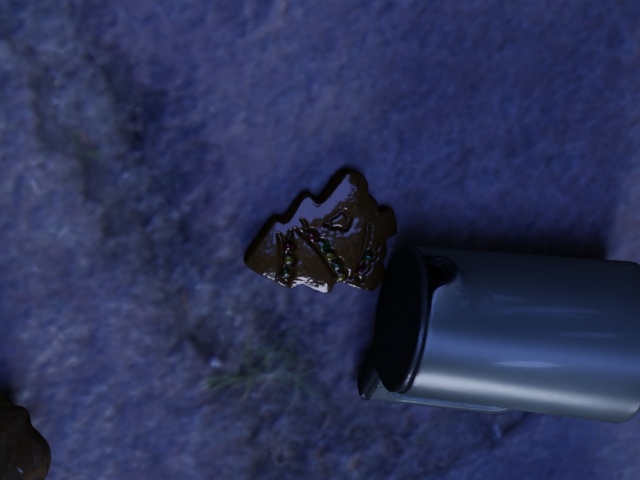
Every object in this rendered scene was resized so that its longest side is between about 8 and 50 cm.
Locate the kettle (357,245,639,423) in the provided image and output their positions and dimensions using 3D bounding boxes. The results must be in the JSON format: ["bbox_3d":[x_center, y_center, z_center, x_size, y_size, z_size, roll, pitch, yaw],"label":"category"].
[{"bbox_3d":[0.110,0.055,0.959,0.148,0.127,0.098,6,85,-14],"label":"kettle"}]

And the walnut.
[{"bbox_3d":[-0.200,0.132,0.921,0.079,0.082,0.096,42,96,1],"label":"walnut"}]

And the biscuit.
[{"bbox_3d":[0.000,0.000,0.935,0.092,0.016,0.082,-14,121,-8],"label":"biscuit"}]
